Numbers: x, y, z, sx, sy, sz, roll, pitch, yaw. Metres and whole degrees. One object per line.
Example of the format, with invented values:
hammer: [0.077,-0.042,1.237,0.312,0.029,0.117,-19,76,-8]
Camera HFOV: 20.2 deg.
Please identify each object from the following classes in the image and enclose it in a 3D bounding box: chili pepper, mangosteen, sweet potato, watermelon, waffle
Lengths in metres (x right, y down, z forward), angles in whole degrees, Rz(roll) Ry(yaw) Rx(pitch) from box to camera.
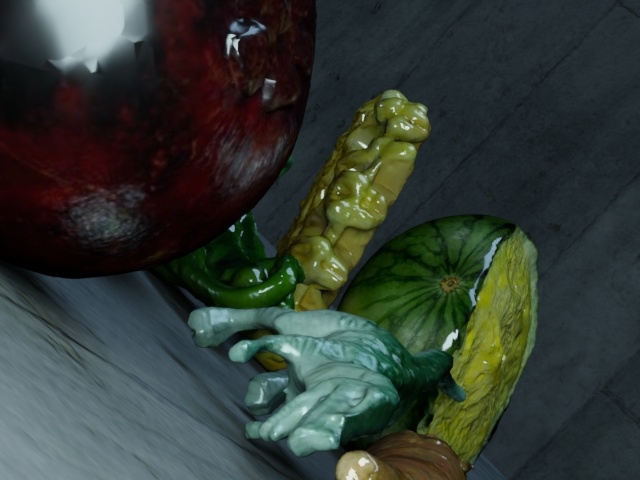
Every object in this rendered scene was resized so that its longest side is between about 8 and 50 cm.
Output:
chili pepper: [-0.073,-0.001,1.213,0.257,0.100,0.074,-125,-149,-60]
mangosteen: [-0.100,-0.082,0.728,0.210,0.210,0.210,44,1,-1]
sweet potato: [0.045,0.125,0.904,0.314,0.072,0.066,28,43,-84]
watermelon: [0.072,0.078,1.255,0.127,0.204,0.232,18,-14,18]
waffle: [0.001,0.000,1.339,0.056,0.249,0.253,31,-29,-5]

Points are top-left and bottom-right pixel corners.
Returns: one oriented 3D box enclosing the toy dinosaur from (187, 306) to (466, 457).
toy dinosaur: [0.001,0.067,0.969,0.129,0.076,0.383,13,6,10]

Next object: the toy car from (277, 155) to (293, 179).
toy car: [-0.174,-0.145,1.055,0.358,0.176,0.213,47,1,3]
